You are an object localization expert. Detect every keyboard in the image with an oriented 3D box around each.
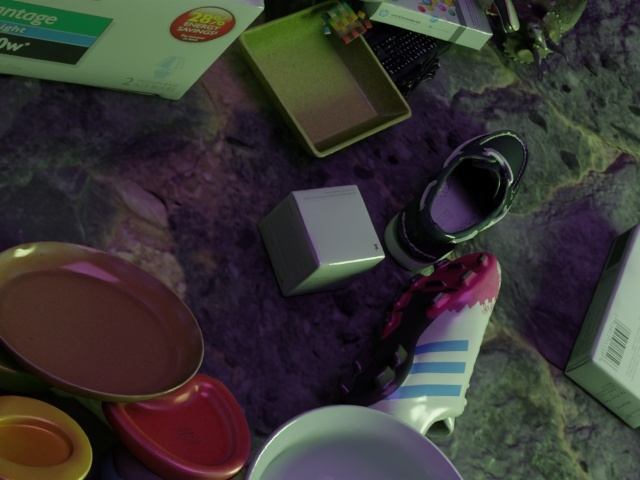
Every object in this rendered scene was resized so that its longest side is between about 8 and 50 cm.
[{"bbox_3d":[0.123,-0.256,1.989,0.100,0.038,0.192,51,49,1],"label":"keyboard"}]

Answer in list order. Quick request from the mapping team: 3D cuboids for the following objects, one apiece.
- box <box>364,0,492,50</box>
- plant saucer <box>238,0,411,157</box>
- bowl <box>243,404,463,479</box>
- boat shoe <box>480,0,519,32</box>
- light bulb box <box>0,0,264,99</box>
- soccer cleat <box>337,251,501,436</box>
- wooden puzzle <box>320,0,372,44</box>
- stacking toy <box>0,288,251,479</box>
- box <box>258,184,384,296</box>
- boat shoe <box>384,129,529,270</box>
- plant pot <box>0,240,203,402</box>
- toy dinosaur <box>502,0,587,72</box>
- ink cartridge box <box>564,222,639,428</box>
[{"bbox_3d":[0.138,-0.344,2.031,0.186,0.038,0.145,11,46,-28],"label":"box"},{"bbox_3d":[-0.002,-0.200,1.864,0.188,0.045,0.188,-27,81,-41],"label":"plant saucer"},{"bbox_3d":[0.019,0.329,1.514,0.298,0.134,0.297,16,57,-26],"label":"bowl"},{"bbox_3d":[0.242,-0.338,2.043,0.049,0.043,0.137,50,21,-53],"label":"boat shoe"},{"bbox_3d":[-0.289,-0.381,1.653,0.358,0.225,0.361,5,62,-33],"label":"light bulb box"},{"bbox_3d":[0.131,0.143,1.732,0.331,0.116,0.143,-46,116,-43],"label":"soccer cleat"},{"bbox_3d":[0.031,-0.283,1.899,0.049,0.006,0.083,50,48,1],"label":"wooden puzzle"},{"bbox_3d":[-0.246,0.188,1.467,0.309,0.130,0.279,5,35,-35],"label":"stacking toy"},{"bbox_3d":[0.000,0.000,1.721,0.101,0.087,0.102,-7,69,-37],"label":"box"},{"bbox_3d":[0.201,-0.064,1.893,0.114,0.091,0.302,46,48,-4],"label":"boat shoe"},{"bbox_3d":[-0.233,0.086,1.476,0.236,0.032,0.236,20,29,-12],"label":"plant pot"},{"bbox_3d":[0.328,-0.359,2.158,0.160,0.121,0.313,57,43,-9],"label":"toy dinosaur"},{"bbox_3d":[0.470,0.144,1.979,0.239,0.060,0.275,39,48,-11],"label":"ink cartridge box"}]
